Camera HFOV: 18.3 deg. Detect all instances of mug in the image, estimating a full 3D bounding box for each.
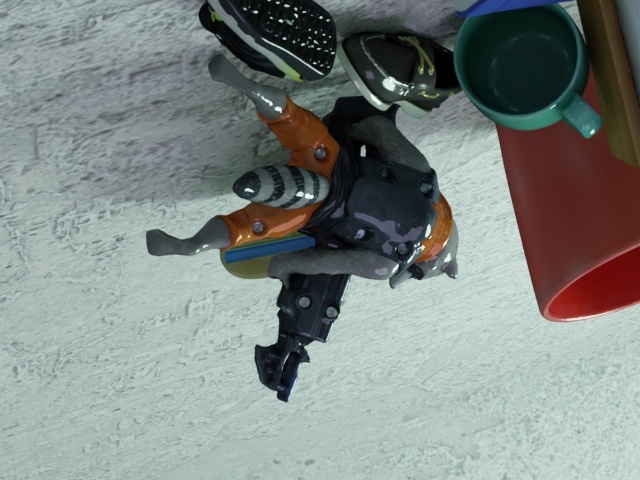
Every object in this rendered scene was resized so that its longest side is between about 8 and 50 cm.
[{"bbox_3d":[0.208,-0.163,1.998,0.129,0.158,0.097,-14,168,13],"label":"mug"}]

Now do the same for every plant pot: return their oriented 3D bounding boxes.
[{"bbox_3d":[0.333,-0.071,2.276,0.275,0.243,0.275,-18,163,-6],"label":"plant pot"}]

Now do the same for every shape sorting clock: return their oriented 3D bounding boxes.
[{"bbox_3d":[-0.017,-0.024,2.166,0.206,0.206,0.040,-26,120,14],"label":"shape sorting clock"}]

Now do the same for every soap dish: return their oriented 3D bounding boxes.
[{"bbox_3d":[0.400,-0.203,2.018,0.290,0.229,0.118,-12,177,-26],"label":"soap dish"}]

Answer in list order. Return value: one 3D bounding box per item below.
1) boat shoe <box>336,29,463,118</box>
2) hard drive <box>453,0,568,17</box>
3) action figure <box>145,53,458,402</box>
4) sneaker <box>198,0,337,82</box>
[{"bbox_3d":[0.082,-0.173,1.964,0.068,0.081,0.227,-30,168,18],"label":"boat shoe"},{"bbox_3d":[0.302,-0.272,1.798,0.318,0.040,0.210,-12,170,-26],"label":"hard drive"},{"bbox_3d":[0.000,0.000,1.965,0.330,0.341,0.178,13,-179,-34],"label":"action figure"},{"bbox_3d":[-0.070,-0.193,1.710,0.097,0.084,0.234,2,159,27],"label":"sneaker"}]
